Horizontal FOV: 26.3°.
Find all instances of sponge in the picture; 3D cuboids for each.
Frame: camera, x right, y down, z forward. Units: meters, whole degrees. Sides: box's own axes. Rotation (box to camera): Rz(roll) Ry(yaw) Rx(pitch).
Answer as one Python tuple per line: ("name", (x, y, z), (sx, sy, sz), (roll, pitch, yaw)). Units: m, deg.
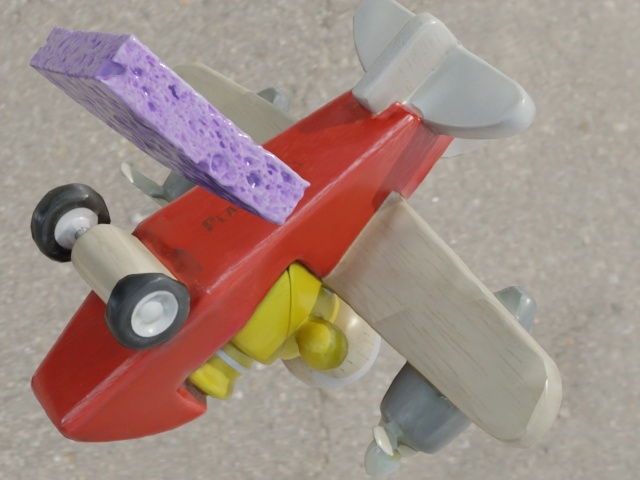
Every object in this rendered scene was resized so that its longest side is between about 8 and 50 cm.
("sponge", (-0.088, -0.067, 0.738), (0.117, 0.210, 0.031), (38, 85, -22))

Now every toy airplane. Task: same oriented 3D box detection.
("toy airplane", (0.000, 0.000, 1.060), (0.272, 0.384, 0.386), (69, 24, -45))
